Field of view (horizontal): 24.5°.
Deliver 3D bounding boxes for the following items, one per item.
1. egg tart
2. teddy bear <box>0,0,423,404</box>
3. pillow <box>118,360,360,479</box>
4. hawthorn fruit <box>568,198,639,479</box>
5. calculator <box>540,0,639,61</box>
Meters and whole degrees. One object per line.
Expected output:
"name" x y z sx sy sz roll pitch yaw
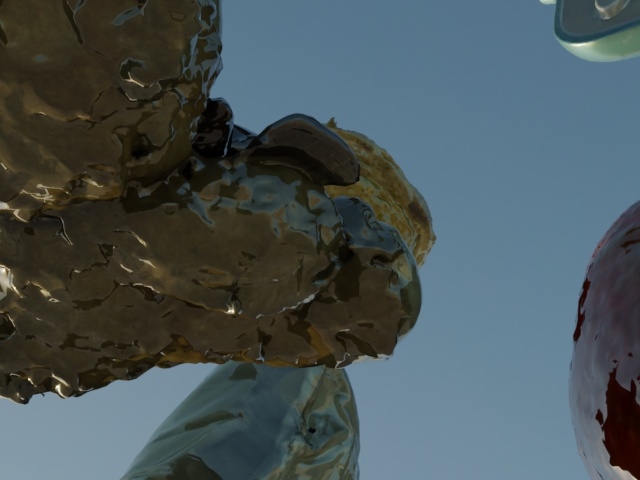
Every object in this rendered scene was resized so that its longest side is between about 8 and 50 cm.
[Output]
"egg tart" 0.000 0.000 1.462 0.232 0.098 0.252 -1 -50 3
"teddy bear" -0.100 -0.052 0.610 0.267 0.156 0.256 23 -41 29
"pillow" -0.080 0.229 0.817 0.138 0.310 0.283 23 -42 8
"hawthorn fruit" 0.283 0.108 0.756 0.287 0.287 0.330 -23 -73 10
"calculator" 0.298 -0.217 0.857 0.386 0.256 0.054 -20 -61 29
